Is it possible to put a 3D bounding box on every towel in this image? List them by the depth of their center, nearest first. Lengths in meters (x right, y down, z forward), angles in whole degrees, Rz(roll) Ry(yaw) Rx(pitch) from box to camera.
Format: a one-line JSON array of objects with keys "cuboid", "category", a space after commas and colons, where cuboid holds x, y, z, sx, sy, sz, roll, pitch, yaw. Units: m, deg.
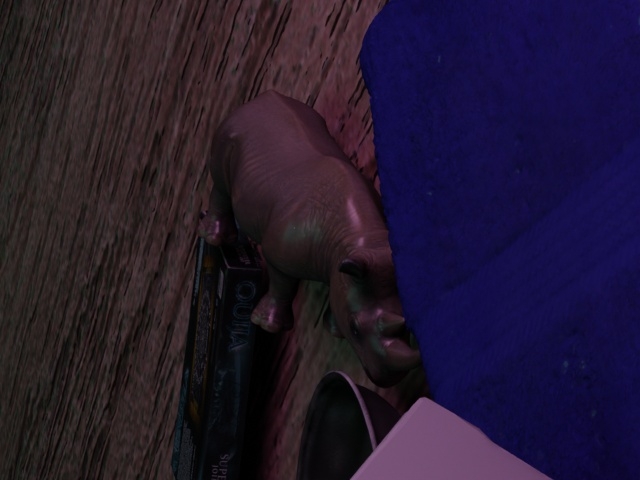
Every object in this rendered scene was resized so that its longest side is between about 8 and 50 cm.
[{"cuboid": [0.115, -0.004, 0.745, 0.227, 0.076, 0.308, -44, 50, 49], "category": "towel"}]

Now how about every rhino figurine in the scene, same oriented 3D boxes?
[{"cuboid": [0.000, 0.000, 0.990, 0.243, 0.073, 0.106, -130, 43, -53], "category": "rhino figurine"}]

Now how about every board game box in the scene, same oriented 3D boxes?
[{"cuboid": [-0.067, 0.085, 1.164, 0.126, 0.026, 0.186, -120, 36, -69], "category": "board game box"}]

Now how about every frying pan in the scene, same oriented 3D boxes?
[{"cuboid": [0.006, 0.192, 1.000, 0.326, 0.053, 0.197, 117, 151, -63], "category": "frying pan"}]

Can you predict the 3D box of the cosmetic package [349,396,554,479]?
[{"cuboid": [0.036, 0.280, 0.697, 0.217, 0.156, 0.385, 31, 130, 12], "category": "cosmetic package"}]
